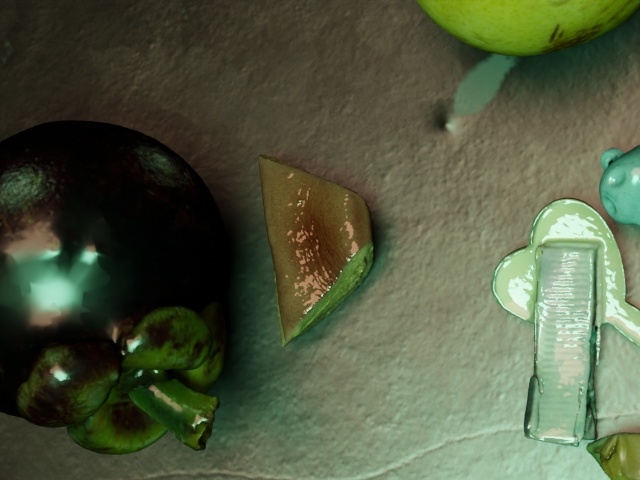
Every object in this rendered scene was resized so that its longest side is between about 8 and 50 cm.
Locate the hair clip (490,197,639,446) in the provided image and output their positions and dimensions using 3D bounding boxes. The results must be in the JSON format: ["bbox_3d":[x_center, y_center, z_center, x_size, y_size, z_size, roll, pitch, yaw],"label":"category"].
[{"bbox_3d":[0.230,0.070,1.049,0.159,0.071,0.218,1,87,14],"label":"hair clip"}]

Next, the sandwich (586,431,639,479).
[{"bbox_3d":[0.353,0.203,0.963,0.186,0.108,0.220,-40,68,8],"label":"sandwich"}]

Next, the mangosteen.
[{"bbox_3d":[-0.228,0.046,1.078,0.297,0.297,0.313,-13,37,16],"label":"mangosteen"}]

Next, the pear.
[{"bbox_3d":[0.187,-0.297,1.027,0.280,0.281,0.281,-3,79,18],"label":"pear"}]

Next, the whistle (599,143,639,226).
[{"bbox_3d":[0.351,-0.010,0.994,0.274,0.093,0.186,34,136,33],"label":"whistle"}]

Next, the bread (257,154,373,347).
[{"bbox_3d":[0.000,0.000,1.138,0.119,0.067,0.192,-12,75,24],"label":"bread"}]
